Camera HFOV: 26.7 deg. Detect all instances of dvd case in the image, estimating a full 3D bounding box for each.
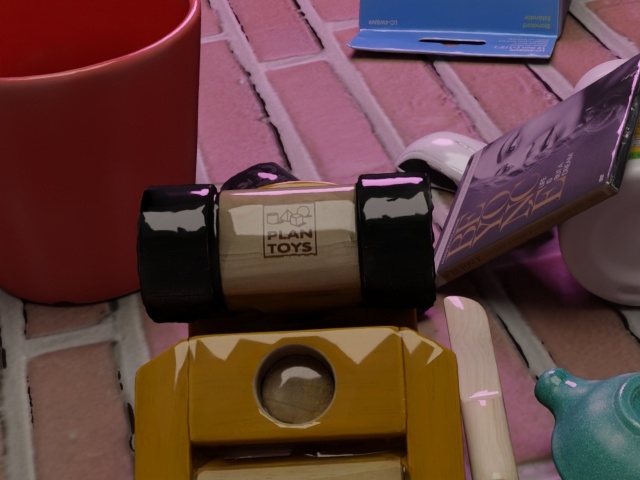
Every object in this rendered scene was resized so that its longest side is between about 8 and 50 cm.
[{"bbox_3d":[0.182,-0.058,1.142,0.221,0.018,0.165,-33,25,47],"label":"dvd case"}]

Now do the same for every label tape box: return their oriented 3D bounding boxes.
[{"bbox_3d":[0.189,-0.347,1.683,0.249,0.115,0.348,4,32,16],"label":"label tape box"}]

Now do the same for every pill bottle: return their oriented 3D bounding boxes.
[{"bbox_3d":[0.275,-0.064,1.188,0.136,0.136,0.246,-1,32,8],"label":"pill bottle"}]

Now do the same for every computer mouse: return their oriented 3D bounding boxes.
[{"bbox_3d":[0.153,-0.071,1.310,0.193,0.042,0.106,20,41,35],"label":"computer mouse"}]

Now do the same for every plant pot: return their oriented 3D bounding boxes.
[{"bbox_3d":[-0.228,-0.093,1.216,0.274,0.243,0.275,-4,31,2],"label":"plant pot"}]

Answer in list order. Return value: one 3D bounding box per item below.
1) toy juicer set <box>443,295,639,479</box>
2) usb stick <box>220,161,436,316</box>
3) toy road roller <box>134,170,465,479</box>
[{"bbox_3d":[0.211,0.163,0.883,0.329,0.090,0.209,15,39,12],"label":"toy juicer set"},{"bbox_3d":[0.000,0.000,1.219,0.077,0.045,0.278,-28,38,-21],"label":"usb stick"},{"bbox_3d":[-0.008,0.115,0.939,0.202,0.240,0.330,-3,69,3],"label":"toy road roller"}]
